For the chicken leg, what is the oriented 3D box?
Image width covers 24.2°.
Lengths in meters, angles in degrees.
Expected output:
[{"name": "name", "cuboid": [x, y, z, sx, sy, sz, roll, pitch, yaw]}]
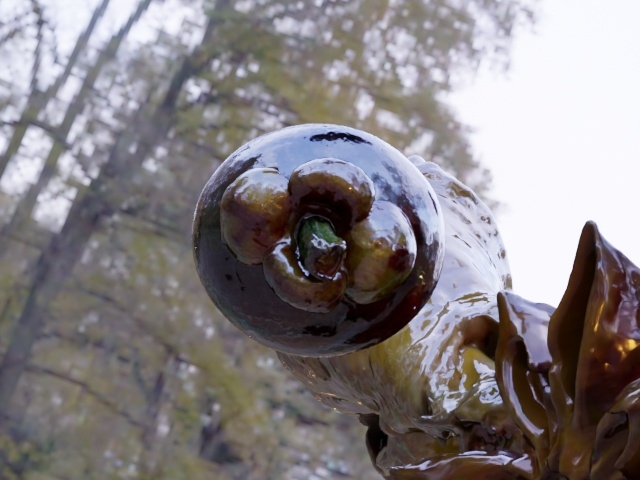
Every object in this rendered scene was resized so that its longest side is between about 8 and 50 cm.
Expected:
[{"name": "chicken leg", "cuboid": [0.084, 0.098, 0.974, 0.182, 0.295, 0.409, -20, 16, -12]}]

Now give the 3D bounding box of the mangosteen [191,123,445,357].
[{"name": "mangosteen", "cuboid": [0.000, 0.000, 0.750, 0.140, 0.140, 0.140, 16, -20, 6]}]

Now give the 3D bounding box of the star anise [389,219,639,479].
[{"name": "star anise", "cuboid": [0.123, 0.100, 0.651, 0.111, 0.212, 0.196, -20, 31, -37]}]
